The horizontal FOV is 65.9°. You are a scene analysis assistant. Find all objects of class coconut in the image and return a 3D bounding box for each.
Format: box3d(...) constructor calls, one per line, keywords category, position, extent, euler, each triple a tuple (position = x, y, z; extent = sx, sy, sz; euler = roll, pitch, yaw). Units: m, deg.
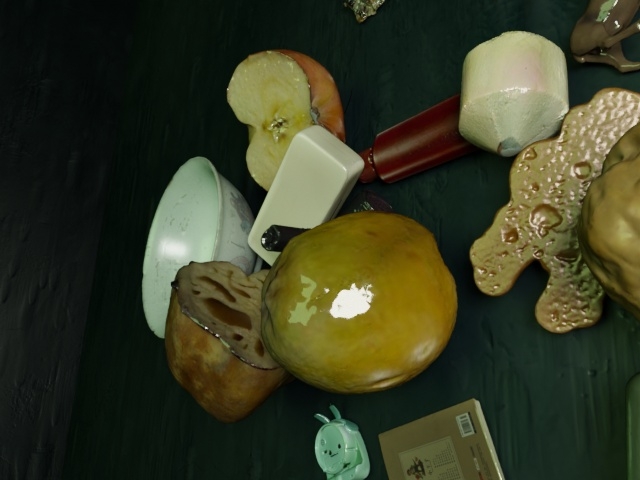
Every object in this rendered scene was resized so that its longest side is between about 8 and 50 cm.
box3d(category="coconut", position=(0.260, -0.188, 0.674), extent=(0.147, 0.147, 0.152), euler=(-18, 59, 48))

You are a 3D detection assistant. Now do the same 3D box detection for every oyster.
box3d(category="oyster", position=(0.110, -0.541, 1.050), extent=(0.148, 0.051, 0.103), euler=(-34, 60, 28))

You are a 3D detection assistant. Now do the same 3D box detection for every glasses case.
box3d(category="glasses case", position=(-0.038, -0.068, 0.976), extent=(0.131, 0.070, 0.312), euler=(40, 131, 11))

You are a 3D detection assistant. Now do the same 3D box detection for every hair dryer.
box3d(category="hair dryer", position=(0.000, 0.000, 0.861), extent=(0.197, 0.251, 0.089), euler=(-47, 62, 28))

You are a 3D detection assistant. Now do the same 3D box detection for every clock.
box3d(category="clock", position=(0.029, 0.363, 0.872), extent=(0.101, 0.041, 0.135), euler=(-46, 47, 33))

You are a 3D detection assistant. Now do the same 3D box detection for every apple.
box3d(category="apple", position=(-0.045, -0.254, 1.045), extent=(0.251, 0.163, 0.292), euler=(-3, 110, 37))

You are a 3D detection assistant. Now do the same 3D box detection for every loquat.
box3d(category="loquat", position=(0.056, 0.086, 0.734), extent=(0.276, 0.284, 0.275), euler=(-176, 90, -70))

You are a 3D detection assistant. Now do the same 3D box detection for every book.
box3d(category="book", position=(0.172, 0.329, 0.723), extent=(0.199, 0.016, 0.138), euler=(-39, 51, 38))

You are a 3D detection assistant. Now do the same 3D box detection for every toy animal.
box3d(category="toy animal", position=(0.371, -0.334, 0.623), extent=(0.186, 0.094, 0.214), euler=(52, 127, 55))

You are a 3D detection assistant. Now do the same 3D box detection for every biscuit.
box3d(category="biscuit", position=(0.312, -0.038, 0.608), extent=(0.186, 0.044, 0.295), euler=(34, 106, 24))

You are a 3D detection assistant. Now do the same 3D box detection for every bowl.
box3d(category="bowl", position=(-0.268, 0.031, 1.223), extent=(0.435, 0.196, 0.434), euler=(-23, 60, 47))

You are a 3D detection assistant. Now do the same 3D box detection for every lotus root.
box3d(category="lotus root", position=(-0.158, 0.183, 0.956), extent=(0.250, 0.316, 0.316), euler=(-61, 39, 33))

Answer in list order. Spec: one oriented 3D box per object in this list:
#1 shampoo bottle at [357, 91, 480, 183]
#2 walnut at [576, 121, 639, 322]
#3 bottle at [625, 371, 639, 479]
box3d(category="shampoo bottle", position=(0.161, -0.164, 0.853), extent=(0.260, 0.064, 0.102), euler=(-18, 70, 48))
box3d(category="walnut", position=(0.361, -0.013, 0.430), extent=(0.224, 0.257, 0.257), euler=(-39, 41, -7))
box3d(category="bottle", position=(0.346, 0.287, 0.401), extent=(0.169, 0.169, 0.346), euler=(-6, 77, 51))
